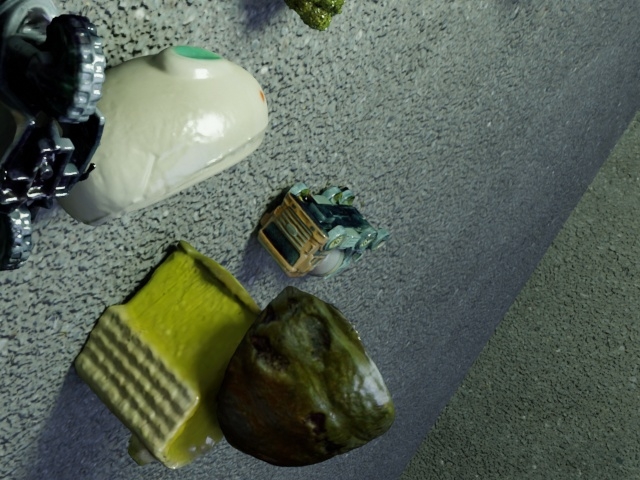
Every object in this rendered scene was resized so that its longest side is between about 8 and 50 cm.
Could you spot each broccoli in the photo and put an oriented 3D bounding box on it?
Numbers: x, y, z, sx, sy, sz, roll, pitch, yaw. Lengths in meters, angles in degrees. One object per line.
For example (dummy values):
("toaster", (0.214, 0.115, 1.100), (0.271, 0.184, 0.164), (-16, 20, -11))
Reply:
("broccoli", (0.008, -0.294, 1.005), (0.130, 0.120, 0.131), (-88, 178, -88))

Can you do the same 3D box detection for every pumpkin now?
("pumpkin", (-0.019, 0.218, 1.119), (0.148, 0.169, 0.312), (-41, 152, -26))

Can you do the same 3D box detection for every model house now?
("model house", (-0.186, 0.154, 1.182), (0.234, 0.193, 0.175), (-41, 155, -19))

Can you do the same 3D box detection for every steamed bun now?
("steamed bun", (-0.163, -0.112, 0.901), (0.228, 0.177, 0.130), (-30, 105, -20))

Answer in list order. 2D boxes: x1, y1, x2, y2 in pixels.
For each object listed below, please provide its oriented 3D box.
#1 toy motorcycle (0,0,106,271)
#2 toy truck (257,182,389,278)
("toy motorcycle", (-0.257, -0.100, 0.782), (0.106, 0.159, 0.270), (-10, 149, -44))
("toy truck", (0.000, 0.000, 1.421), (0.140, 0.108, 0.257), (-46, 162, 19))
